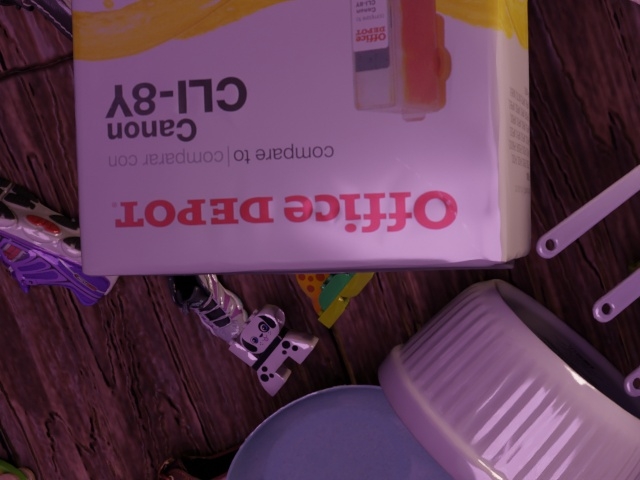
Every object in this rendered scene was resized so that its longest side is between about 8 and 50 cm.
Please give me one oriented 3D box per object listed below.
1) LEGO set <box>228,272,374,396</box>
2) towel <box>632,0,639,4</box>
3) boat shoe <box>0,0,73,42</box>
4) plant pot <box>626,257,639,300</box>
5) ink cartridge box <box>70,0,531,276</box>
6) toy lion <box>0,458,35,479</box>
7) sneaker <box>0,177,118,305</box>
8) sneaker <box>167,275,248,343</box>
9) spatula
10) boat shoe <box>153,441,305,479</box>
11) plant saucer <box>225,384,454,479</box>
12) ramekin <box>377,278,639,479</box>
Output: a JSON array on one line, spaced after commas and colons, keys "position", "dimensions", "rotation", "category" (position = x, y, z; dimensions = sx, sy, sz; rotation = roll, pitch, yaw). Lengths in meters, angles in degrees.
[{"position": [0.000, 0.000, 1.018], "dimensions": [0.093, 0.087, 0.227], "rotation": [38, 114, -1], "category": "LEGO set"}, {"position": [0.309, -0.304, 0.903], "dimensions": [0.317, 0.053, 0.332], "rotation": [27, 108, 0], "category": "towel"}, {"position": [-0.225, -0.211, 0.989], "dimensions": [0.073, 0.080, 0.223], "rotation": [-39, 93, 21], "category": "boat shoe"}, {"position": [0.274, 0.041, 1.001], "dimensions": [0.083, 0.083, 0.079], "rotation": [-31, 87, 15], "category": "plant pot"}, {"position": [-0.009, -0.168, 0.863], "dimensions": [0.279, 0.160, 0.384], "rotation": [-2, 91, 14], "category": "ink cartridge box"}, {"position": [-0.308, 0.232, 1.149], "dimensions": [0.096, 0.034, 0.100], "rotation": [22, 99, 14], "category": "toy lion"}, {"position": [-0.245, 0.003, 1.058], "dimensions": [0.170, 0.068, 0.071], "rotation": [27, 113, -2], "category": "sneaker"}, {"position": [-0.095, 0.050, 1.049], "dimensions": [0.038, 0.069, 0.098], "rotation": [-32, 100, 15], "category": "sneaker"}, {"position": [0.278, -0.013, 0.956], "dimensions": [0.242, 0.019, 0.168], "rotation": [-35, 98, -10], "category": "spatula"}, {"position": [-0.101, 0.207, 1.095], "dimensions": [0.207, 0.073, 0.073], "rotation": [-21, 113, 4], "category": "boat shoe"}, {"position": [0.017, 0.190, 1.043], "dimensions": [0.195, 0.037, 0.195], "rotation": [-4, 114, -9], "category": "plant saucer"}, {"position": [0.154, 0.121, 0.971], "dimensions": [0.207, 0.207, 0.109], "rotation": [38, 101, -5], "category": "ramekin"}]
